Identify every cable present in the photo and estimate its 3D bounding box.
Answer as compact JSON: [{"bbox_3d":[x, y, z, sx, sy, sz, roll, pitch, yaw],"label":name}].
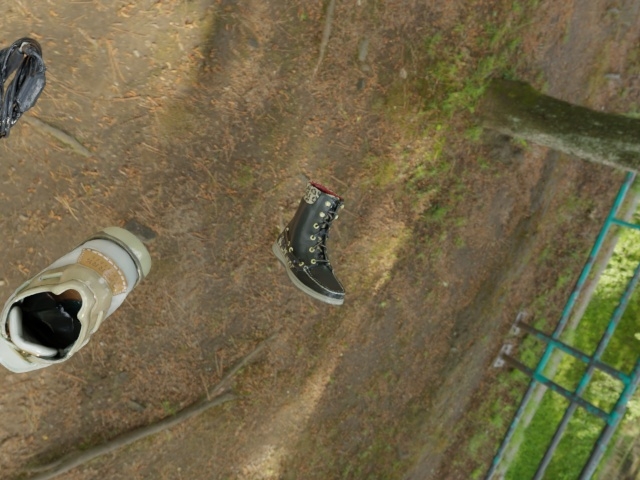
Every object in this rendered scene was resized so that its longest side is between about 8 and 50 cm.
[{"bbox_3d":[-0.522,-0.251,0.755,0.184,0.150,0.047,-55,149,11],"label":"cable"}]

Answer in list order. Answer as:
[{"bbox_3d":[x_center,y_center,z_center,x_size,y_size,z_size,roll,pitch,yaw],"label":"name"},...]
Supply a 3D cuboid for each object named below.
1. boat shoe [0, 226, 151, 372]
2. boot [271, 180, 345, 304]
[{"bbox_3d":[-0.336,0.094,0.559,0.302,0.103,0.113,-38,104,28],"label":"boat shoe"},{"bbox_3d":[-0.002,-0.001,0.908,0.085,0.236,0.179,13,111,-40],"label":"boot"}]
